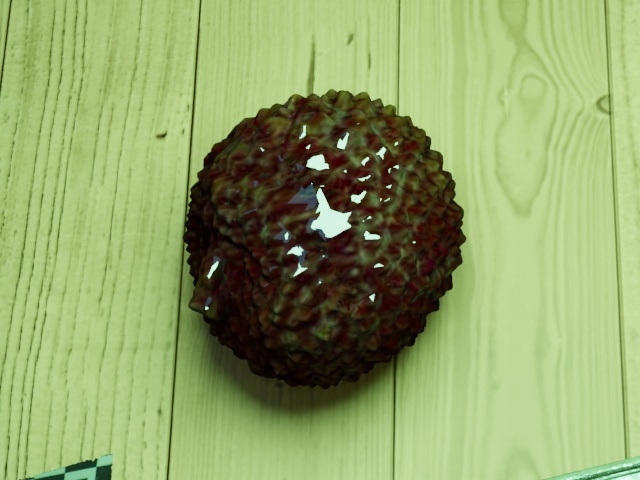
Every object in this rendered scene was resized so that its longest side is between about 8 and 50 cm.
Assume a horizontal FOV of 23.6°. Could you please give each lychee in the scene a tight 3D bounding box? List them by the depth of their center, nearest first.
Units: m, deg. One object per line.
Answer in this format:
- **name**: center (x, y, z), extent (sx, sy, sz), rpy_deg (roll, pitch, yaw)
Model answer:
- **lychee**: center (0.000, 0.000, 1.617), extent (0.330, 0.306, 0.306), rpy_deg (-22, 62, -30)

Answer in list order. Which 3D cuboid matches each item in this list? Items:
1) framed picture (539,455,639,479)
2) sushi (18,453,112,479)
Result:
- **framed picture**: center (0.367, 0.315, 1.564), extent (0.274, 0.017, 0.217), rpy_deg (-16, 66, 3)
- **sushi**: center (-0.286, 0.356, 1.640), extent (0.192, 0.050, 0.215), rpy_deg (-19, 56, 25)
